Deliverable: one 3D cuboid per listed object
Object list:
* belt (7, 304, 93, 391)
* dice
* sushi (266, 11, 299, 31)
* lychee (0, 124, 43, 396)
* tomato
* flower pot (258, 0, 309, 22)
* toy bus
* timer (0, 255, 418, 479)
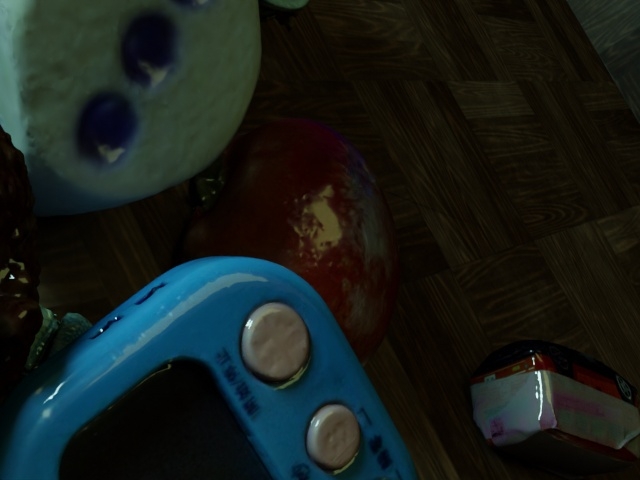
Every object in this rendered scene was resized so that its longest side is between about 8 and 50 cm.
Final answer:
[{"bbox_3d":[-0.146,0.164,0.897,0.302,0.087,0.072,42,44,-21],"label":"belt"},{"bbox_3d":[-0.213,-0.183,0.888,0.259,0.243,0.251,-27,124,-39],"label":"dice"},{"bbox_3d":[-0.140,-0.445,1.314,0.348,0.234,0.208,23,45,-34],"label":"sushi"},{"bbox_3d":[-0.308,0.015,0.686,0.260,0.260,0.261,33,39,-32],"label":"lychee"},{"bbox_3d":[0.003,-0.005,1.165,0.289,0.176,0.335,42,34,-26],"label":"tomato"},{"bbox_3d":[-0.147,-0.301,1.196,0.212,0.202,0.212,31,41,-32],"label":"flower pot"},{"bbox_3d":[0.339,0.241,1.434,0.302,0.127,0.147,26,48,-41],"label":"toy bus"},{"bbox_3d":[-0.084,0.199,0.801,0.309,0.115,0.340,-39,111,-29],"label":"timer"}]
